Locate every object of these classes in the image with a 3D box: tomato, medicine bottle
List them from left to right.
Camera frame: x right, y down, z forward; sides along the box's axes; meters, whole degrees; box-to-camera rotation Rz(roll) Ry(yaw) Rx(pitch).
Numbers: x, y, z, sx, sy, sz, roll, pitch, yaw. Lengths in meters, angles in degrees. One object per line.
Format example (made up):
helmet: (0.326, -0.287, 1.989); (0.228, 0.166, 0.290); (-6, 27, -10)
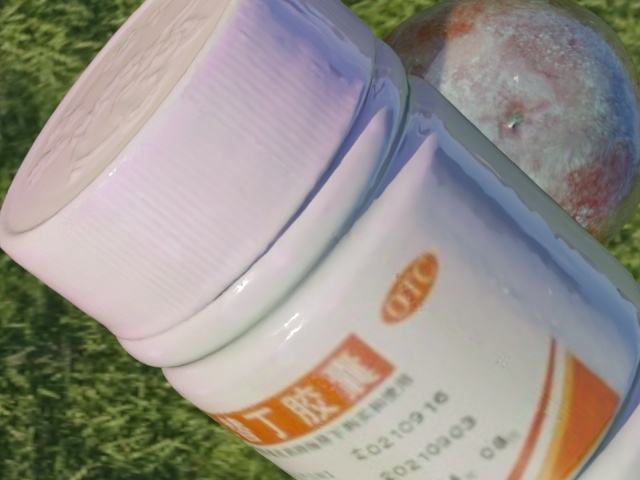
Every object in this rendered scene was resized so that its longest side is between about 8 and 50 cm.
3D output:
medicine bottle: (0.016, 0.019, 0.717); (0.316, 0.202, 0.202); (40, 65, -21)
tomato: (0.187, -0.108, 1.449); (0.316, 0.282, 0.317); (0, 89, -2)
